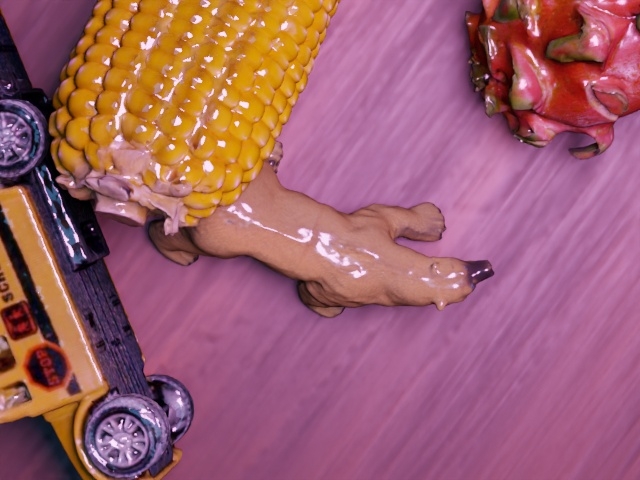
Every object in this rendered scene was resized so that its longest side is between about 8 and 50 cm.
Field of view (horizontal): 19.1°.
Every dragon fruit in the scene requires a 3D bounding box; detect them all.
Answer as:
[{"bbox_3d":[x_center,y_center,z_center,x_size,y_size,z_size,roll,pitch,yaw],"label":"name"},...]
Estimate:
[{"bbox_3d":[0.184,-0.145,1.195,0.135,0.236,0.137,7,60,-33],"label":"dragon fruit"}]

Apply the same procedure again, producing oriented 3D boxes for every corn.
[{"bbox_3d":[-0.046,-0.179,1.191,0.144,0.144,0.387,25,72,-2],"label":"corn"}]

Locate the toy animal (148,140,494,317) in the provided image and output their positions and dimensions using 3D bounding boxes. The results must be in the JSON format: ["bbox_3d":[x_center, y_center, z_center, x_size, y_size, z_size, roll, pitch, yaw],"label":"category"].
[{"bbox_3d":[0.000,0.000,1.244,0.219,0.101,0.103,22,91,-2],"label":"toy animal"}]

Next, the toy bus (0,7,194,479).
[{"bbox_3d":[-0.194,0.009,1.232,0.123,0.121,0.335,-21,93,9],"label":"toy bus"}]
